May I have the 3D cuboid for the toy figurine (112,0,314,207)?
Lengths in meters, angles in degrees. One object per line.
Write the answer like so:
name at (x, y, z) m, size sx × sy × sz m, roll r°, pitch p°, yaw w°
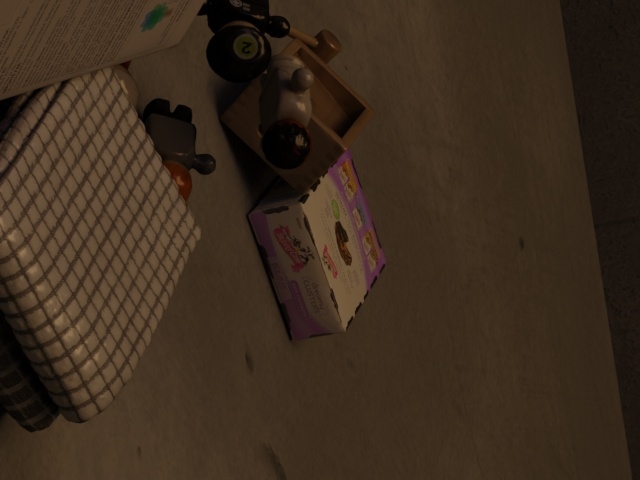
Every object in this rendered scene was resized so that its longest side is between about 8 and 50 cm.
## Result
toy figurine at (-0.115, -0.142, 1.859) m, size 0.148 × 0.213 × 0.209 m, roll -95°, pitch 165°, yaw -47°

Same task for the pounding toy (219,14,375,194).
pounding toy at (-0.036, -0.172, 2.212) m, size 0.181 × 0.094 × 0.206 m, roll 43°, pitch 29°, yaw -4°

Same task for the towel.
towel at (-0.233, -0.012, 1.641) m, size 0.235 × 0.121 × 0.284 m, roll 63°, pitch 28°, yaw -29°

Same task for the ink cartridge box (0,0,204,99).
ink cartridge box at (-0.214, -0.256, 1.505) m, size 0.151 × 0.270 × 0.395 m, roll 43°, pitch 34°, yaw 12°

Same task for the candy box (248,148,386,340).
candy box at (0.000, 0.000, 2.251) m, size 0.196 × 0.070 × 0.165 m, roll -54°, pitch 129°, yaw -62°
